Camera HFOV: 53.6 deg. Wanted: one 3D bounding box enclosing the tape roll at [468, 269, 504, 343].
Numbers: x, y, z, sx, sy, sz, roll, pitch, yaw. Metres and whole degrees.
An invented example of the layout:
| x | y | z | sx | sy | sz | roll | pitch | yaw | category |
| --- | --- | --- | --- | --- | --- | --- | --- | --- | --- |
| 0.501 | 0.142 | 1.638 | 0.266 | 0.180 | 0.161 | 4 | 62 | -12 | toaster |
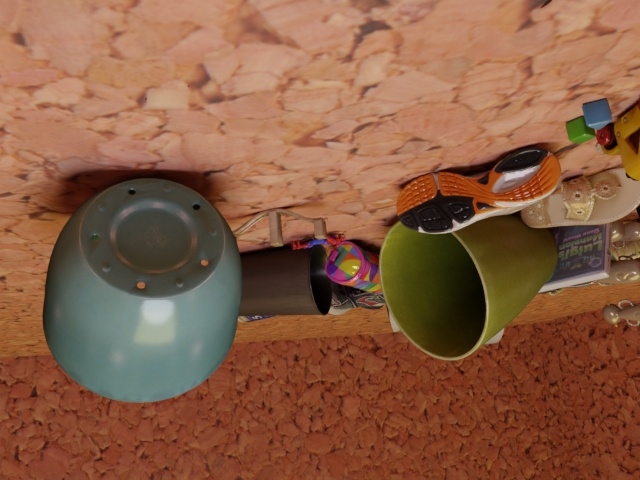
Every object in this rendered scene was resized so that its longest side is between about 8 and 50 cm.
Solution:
| x | y | z | sx | sy | sz | roll | pitch | yaw | category |
| --- | --- | --- | --- | --- | --- | --- | --- | --- | --- |
| 0.305 | 0.124 | 1.460 | 0.169 | 0.245 | 0.246 | -6 | 166 | -3 | tape roll |

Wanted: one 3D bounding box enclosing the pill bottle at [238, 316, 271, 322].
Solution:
| x | y | z | sx | sy | sz | roll | pitch | yaw | category |
| --- | --- | --- | --- | --- | --- | --- | --- | --- | --- |
| -0.173 | 0.150 | 1.620 | 0.187 | 0.111 | 0.112 | -17 | 162 | 33 | pill bottle |

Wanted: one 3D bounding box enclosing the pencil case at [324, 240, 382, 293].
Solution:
| x | y | z | sx | sy | sz | roll | pitch | yaw | category |
| --- | --- | --- | --- | --- | --- | --- | --- | --- | --- |
| 0.098 | 0.065 | 1.440 | 0.105 | 0.104 | 0.236 | -13 | 164 | 23 | pencil case |

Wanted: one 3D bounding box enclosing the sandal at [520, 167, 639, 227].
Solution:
| x | y | z | sx | sy | sz | roll | pitch | yaw | category |
| --- | --- | --- | --- | --- | --- | --- | --- | --- | --- |
| 0.434 | -0.064 | 1.097 | 0.079 | 0.088 | 0.240 | -4 | 172 | -35 | sandal |

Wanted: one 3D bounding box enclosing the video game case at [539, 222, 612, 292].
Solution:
| x | y | z | sx | sy | sz | roll | pitch | yaw | category |
| --- | --- | --- | --- | --- | --- | --- | --- | --- | --- |
| 0.508 | 0.020 | 1.314 | 0.022 | 0.173 | 0.190 | 36 | 145 | -26 | video game case |

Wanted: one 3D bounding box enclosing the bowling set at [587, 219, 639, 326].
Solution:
| x | y | z | sx | sy | sz | roll | pitch | yaw | category |
| --- | --- | --- | --- | --- | --- | --- | --- | --- | --- |
| 0.680 | 0.040 | 1.453 | 0.154 | 0.286 | 0.200 | -14 | -161 | 50 | bowling set |

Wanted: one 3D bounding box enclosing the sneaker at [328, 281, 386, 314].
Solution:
| x | y | z | sx | sy | sz | roll | pitch | yaw | category |
| --- | --- | --- | --- | --- | --- | --- | --- | --- | --- |
| 0.100 | 0.113 | 1.605 | 0.299 | 0.120 | 0.112 | -1 | 159 | -46 | sneaker |

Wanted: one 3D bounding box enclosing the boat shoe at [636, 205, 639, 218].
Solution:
| x | y | z | sx | sy | sz | roll | pitch | yaw | category |
| --- | --- | --- | --- | --- | --- | --- | --- | --- | --- |
| 0.703 | -0.067 | 1.056 | 0.341 | 0.158 | 0.127 | -9 | 166 | 11 | boat shoe |

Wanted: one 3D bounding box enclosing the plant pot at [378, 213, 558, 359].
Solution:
| x | y | z | sx | sy | sz | roll | pitch | yaw | category |
| --- | --- | --- | --- | --- | --- | --- | --- | --- | --- |
| 0.313 | 0.053 | 1.233 | 0.294 | 0.274 | 0.275 | -17 | 173 | -33 | plant pot |

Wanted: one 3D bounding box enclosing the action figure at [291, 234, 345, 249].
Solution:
| x | y | z | sx | sy | sz | roll | pitch | yaw | category |
| --- | --- | --- | --- | --- | --- | --- | --- | --- | --- |
| 0.000 | 0.000 | 1.279 | 0.115 | 0.030 | 0.038 | -4 | 172 | -28 | action figure |

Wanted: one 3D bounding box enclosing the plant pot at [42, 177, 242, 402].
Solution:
| x | y | z | sx | sy | sz | roll | pitch | yaw | category |
| --- | --- | --- | --- | --- | --- | --- | --- | --- | --- |
| -0.244 | 0.052 | 0.897 | 0.293 | 0.292 | 0.235 | -1 | 150 | -19 | plant pot |

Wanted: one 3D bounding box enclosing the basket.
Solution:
| x | y | z | sx | sy | sz | roll | pitch | yaw | category |
| --- | --- | --- | --- | --- | --- | --- | --- | --- | --- |
| -0.106 | 0.093 | 1.366 | 0.227 | 0.154 | 0.204 | -6 | 173 | 14 | basket |

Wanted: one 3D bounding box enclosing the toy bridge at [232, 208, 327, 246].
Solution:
| x | y | z | sx | sy | sz | roll | pitch | yaw | category |
| --- | --- | --- | --- | --- | --- | --- | --- | --- | --- |
| -0.077 | -0.022 | 1.086 | 0.188 | 0.063 | 0.026 | -9 | 166 | 17 | toy bridge |

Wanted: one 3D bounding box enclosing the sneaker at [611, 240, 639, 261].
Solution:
| x | y | z | sx | sy | sz | roll | pitch | yaw | category |
| --- | --- | --- | --- | --- | --- | --- | --- | --- | --- |
| 0.800 | 0.018 | 1.517 | 0.152 | 0.114 | 0.305 | -6 | 166 | -7 | sneaker |

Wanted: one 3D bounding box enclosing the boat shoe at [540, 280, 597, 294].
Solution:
| x | y | z | sx | sy | sz | roll | pitch | yaw | category |
| --- | --- | --- | --- | --- | --- | --- | --- | --- | --- |
| 0.500 | 0.068 | 1.428 | 0.116 | 0.096 | 0.324 | -44 | -160 | -21 | boat shoe |

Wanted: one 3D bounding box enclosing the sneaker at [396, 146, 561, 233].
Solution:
| x | y | z | sx | sy | sz | roll | pitch | yaw | category |
| --- | --- | --- | --- | --- | --- | --- | --- | --- | --- |
| 0.253 | -0.066 | 1.007 | 0.263 | 0.099 | 0.121 | -13 | 169 | 27 | sneaker |

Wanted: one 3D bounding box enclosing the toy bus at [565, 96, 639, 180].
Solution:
| x | y | z | sx | sy | sz | roll | pitch | yaw | category |
| --- | --- | --- | --- | --- | --- | --- | --- | --- | --- |
| 0.445 | -0.124 | 0.831 | 0.191 | 0.104 | 0.202 | -17 | 162 | 37 | toy bus |

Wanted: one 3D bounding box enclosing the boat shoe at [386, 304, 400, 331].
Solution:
| x | y | z | sx | sy | sz | roll | pitch | yaw | category |
| --- | --- | --- | --- | --- | --- | --- | --- | --- | --- |
| 0.270 | 0.216 | 2.084 | 0.105 | 0.113 | 0.306 | -14 | 150 | 4 | boat shoe |
